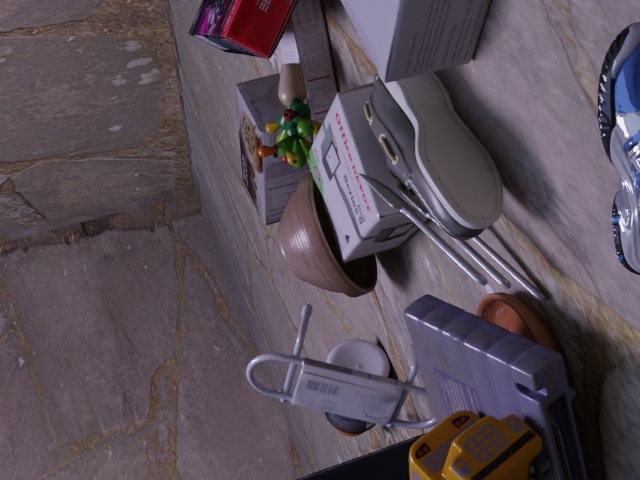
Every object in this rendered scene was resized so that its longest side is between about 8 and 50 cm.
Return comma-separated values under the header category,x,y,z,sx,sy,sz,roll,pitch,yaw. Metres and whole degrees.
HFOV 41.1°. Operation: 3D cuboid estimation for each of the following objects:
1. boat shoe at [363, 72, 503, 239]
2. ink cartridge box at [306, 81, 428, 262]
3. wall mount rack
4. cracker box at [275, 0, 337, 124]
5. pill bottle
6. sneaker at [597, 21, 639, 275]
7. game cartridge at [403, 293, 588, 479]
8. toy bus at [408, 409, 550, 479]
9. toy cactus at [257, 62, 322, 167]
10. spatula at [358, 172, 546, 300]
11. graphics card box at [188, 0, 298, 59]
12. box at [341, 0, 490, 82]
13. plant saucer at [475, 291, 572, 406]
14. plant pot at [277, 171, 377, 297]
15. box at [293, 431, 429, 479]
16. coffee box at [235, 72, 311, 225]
category,x,y,z,sx,sy,sz,roll,pitch,yaw
boat shoe,0.134,-0.109,1.070,0.091,0.109,0.305,-61,36,40
ink cartridge box,0.078,-0.100,1.315,0.273,0.115,0.198,123,130,-72
wall mount rack,0.041,0.260,1.537,0.130,0.350,0.304,-78,3,-47
cracker box,-0.032,-0.336,1.581,0.156,0.067,0.232,-142,39,-67
pill bottle,0.071,0.320,1.787,0.245,0.130,0.130,93,156,-52
sneaker,0.280,-0.072,0.683,0.081,0.080,0.211,8,118,56
game cartridge,0.229,0.244,1.050,0.230,0.068,0.355,30,146,55
toy bus,0.182,0.319,1.031,0.130,0.108,0.332,42,153,37
toy cactus,-0.056,-0.216,1.492,0.219,0.112,0.180,-165,71,-88
spatula,0.167,-0.009,1.047,0.019,0.168,0.242,-59,44,16
graphics card box,-0.124,-0.453,1.529,0.232,0.094,0.371,-65,21,6
box,0.103,-0.313,0.976,0.182,0.119,0.181,98,153,-59
plant saucer,0.257,0.158,1.076,0.200,0.037,0.200,165,90,-76
plant pot,0.000,0.000,1.515,0.237,0.110,0.237,49,-152,-37
box,0.088,0.603,1.332,0.297,0.472,0.479,101,150,-61
coffee box,-0.102,-0.198,1.899,0.297,0.119,0.168,92,156,-51
